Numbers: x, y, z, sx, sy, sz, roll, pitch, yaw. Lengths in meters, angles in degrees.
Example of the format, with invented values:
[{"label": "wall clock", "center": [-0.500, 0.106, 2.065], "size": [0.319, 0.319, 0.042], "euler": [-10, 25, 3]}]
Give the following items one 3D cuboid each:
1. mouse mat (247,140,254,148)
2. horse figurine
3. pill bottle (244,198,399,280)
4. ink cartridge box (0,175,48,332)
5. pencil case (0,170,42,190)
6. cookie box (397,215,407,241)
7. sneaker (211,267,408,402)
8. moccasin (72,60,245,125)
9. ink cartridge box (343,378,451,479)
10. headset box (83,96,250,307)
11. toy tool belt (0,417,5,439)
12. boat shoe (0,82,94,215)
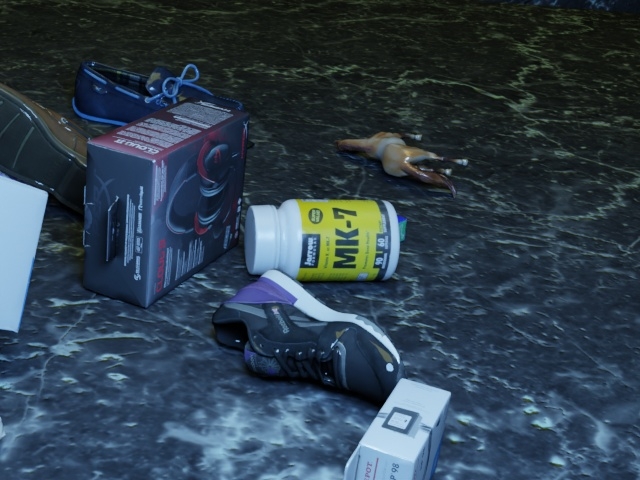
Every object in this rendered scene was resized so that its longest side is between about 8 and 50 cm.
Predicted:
[{"label": "mouse mat", "center": [-0.236, -0.184, 2.102], "size": [0.189, 0.007, 0.152], "euler": [17, 26, 19]}, {"label": "horse figurine", "center": [0.156, -0.154, 2.067], "size": [0.174, 0.066, 0.263], "euler": [1, 22, -26]}, {"label": "pill bottle", "center": [0.000, 0.000, 1.623], "size": [0.208, 0.119, 0.119], "euler": [0, 25, -14]}, {"label": "ink cartridge box", "center": [-0.469, -0.002, 1.286], "size": [0.232, 0.171, 0.168], "euler": [6, -7, 28]}, {"label": "pencil case", "center": [-0.474, -0.115, 1.805], "size": [0.088, 0.086, 0.206], "euler": [-20, 1, 42]}, {"label": "cookie box", "center": [0.070, -0.018, 1.775], "size": [0.091, 0.040, 0.107], "euler": [23, 30, 33]}, {"label": "sneaker", "center": [-0.021, 0.141, 1.365], "size": [0.124, 0.107, 0.283], "euler": [-30, 37, -31]}, {"label": "moccasin", "center": [-0.312, -0.273, 2.130], "size": [0.342, 0.117, 0.138], "euler": [7, 24, 6]}, {"label": "ink cartridge box", "center": [0.076, 0.232, 1.151], "size": [0.060, 0.104, 0.180], "euler": [16, 26, 16]}, {"label": "headset box", "center": [-0.220, -0.056, 1.568], "size": [0.110, 0.218, 0.293], "euler": [16, 25, 20]}, {"label": "toy tool belt", "center": [-0.377, 0.205, 1.173], "size": [0.051, 0.052, 0.083], "euler": [-14, 1, 45]}, {"label": "boat shoe", "center": [-0.424, -0.144, 1.739], "size": [0.307, 0.110, 0.104], "euler": [41, 21, -15]}]
